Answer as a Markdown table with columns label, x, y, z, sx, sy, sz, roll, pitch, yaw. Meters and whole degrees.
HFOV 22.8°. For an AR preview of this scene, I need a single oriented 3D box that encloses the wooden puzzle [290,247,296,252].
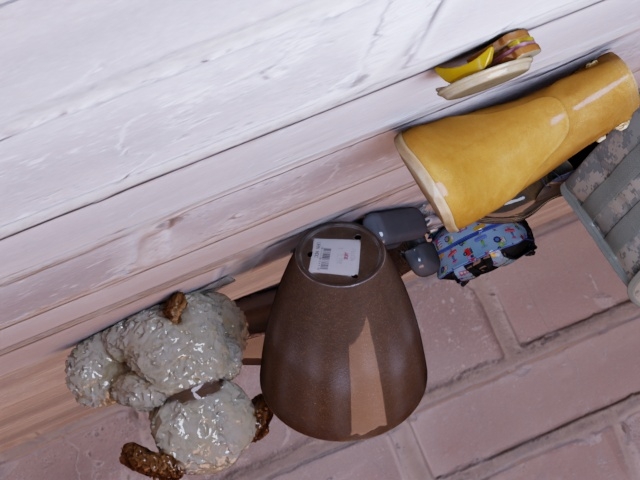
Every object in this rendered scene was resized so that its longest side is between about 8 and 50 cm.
| label | x | y | z | sx | sy | sz | roll | pitch | yaw |
| --- | --- | --- | --- | --- | --- | --- | --- | --- | --- |
| wooden puzzle | 0.000 | 0.000 | 2.042 | 0.083 | 0.006 | 0.049 | -23 | 175 | -1 |

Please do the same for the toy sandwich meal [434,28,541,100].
| label | x | y | z | sx | sy | sz | roll | pitch | yaw |
| --- | --- | --- | --- | --- | --- | --- | --- | --- | --- |
| toy sandwich meal | 0.124 | -0.132 | 1.196 | 0.086 | 0.029 | 0.085 | -20 | 178 | -1 |

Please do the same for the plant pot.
| label | x | y | z | sx | sy | sz | roll | pitch | yaw |
| --- | --- | --- | --- | --- | --- | --- | --- | --- | --- |
| plant pot | 0.025 | 0.094 | 1.944 | 0.215 | 0.215 | 0.230 | -22 | 140 | -16 |

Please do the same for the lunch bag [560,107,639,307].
| label | x | y | z | sx | sy | sz | roll | pitch | yaw |
| --- | --- | --- | --- | --- | --- | --- | --- | --- | --- |
| lunch bag | 0.476 | -0.031 | 2.013 | 0.169 | 0.287 | 0.235 | -21 | 161 | -33 |

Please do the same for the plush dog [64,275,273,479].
| label | x | y | z | sx | sy | sz | roll | pitch | yaw |
| --- | --- | --- | --- | --- | --- | --- | --- | --- | --- |
| plush dog | -0.165 | 0.188 | 2.020 | 0.262 | 0.225 | 0.210 | -20 | 174 | -26 |

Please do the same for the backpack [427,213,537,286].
| label | x | y | z | sx | sy | sz | roll | pitch | yaw |
| --- | --- | --- | --- | --- | --- | --- | --- | --- | --- |
| backpack | 0.234 | -0.003 | 2.399 | 0.158 | 0.117 | 0.173 | -24 | 175 | 15 |

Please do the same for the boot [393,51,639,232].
| label | x | y | z | sx | sy | sz | roll | pitch | yaw |
| --- | --- | --- | --- | --- | --- | --- | --- | --- | --- |
| boot | 0.187 | -0.103 | 1.439 | 0.211 | 0.104 | 0.295 | -30 | 178 | 12 |

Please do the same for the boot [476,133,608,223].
| label | x | y | z | sx | sy | sz | roll | pitch | yaw |
| --- | --- | --- | --- | --- | --- | --- | --- | --- | --- |
| boot | 0.296 | -0.093 | 2.160 | 0.219 | 0.082 | 0.106 | -18 | 152 | -13 |

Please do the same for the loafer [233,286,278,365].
| label | x | y | z | sx | sy | sz | roll | pitch | yaw |
| --- | --- | --- | --- | --- | --- | --- | --- | --- | --- |
| loafer | -0.066 | 0.142 | 2.475 | 0.366 | 0.130 | 0.134 | -21 | 174 | -17 |

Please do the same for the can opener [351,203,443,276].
| label | x | y | z | sx | sy | sz | roll | pitch | yaw |
| --- | --- | --- | --- | --- | --- | --- | --- | --- | --- |
| can opener | 0.111 | -0.002 | 2.102 | 0.074 | 0.093 | 0.280 | -25 | 170 | 22 |

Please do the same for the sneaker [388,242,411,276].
| label | x | y | z | sx | sy | sz | roll | pitch | yaw |
| --- | --- | --- | --- | --- | --- | --- | --- | --- | --- |
| sneaker | 0.126 | 0.021 | 2.562 | 0.071 | 0.066 | 0.188 | -41 | 176 | 10 |
